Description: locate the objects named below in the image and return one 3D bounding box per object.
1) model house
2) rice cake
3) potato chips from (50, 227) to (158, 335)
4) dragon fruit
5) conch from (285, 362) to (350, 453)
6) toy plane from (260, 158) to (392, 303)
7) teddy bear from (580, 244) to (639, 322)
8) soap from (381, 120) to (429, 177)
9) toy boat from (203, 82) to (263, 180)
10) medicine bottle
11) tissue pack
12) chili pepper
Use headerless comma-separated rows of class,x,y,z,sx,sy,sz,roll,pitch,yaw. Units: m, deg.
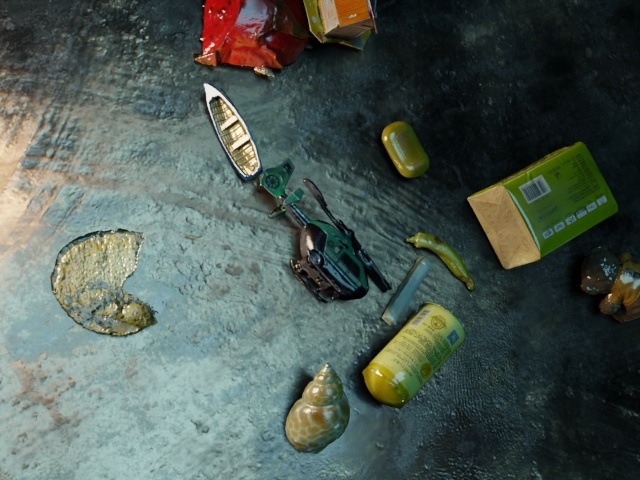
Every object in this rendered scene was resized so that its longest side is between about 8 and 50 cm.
model house,0.074,-0.571,1.648,0.207,0.136,0.219,-5,82,-41
rice cake,0.199,0.114,1.619,0.042,0.030,0.180,40,68,-11
potato chips,-0.412,0.085,1.400,0.202,0.029,0.220,-23,83,-23
dragon fruit,-0.129,-0.542,1.624,0.282,0.100,0.343,7,76,-24
conch,0.002,0.351,1.451,0.116,0.106,0.173,39,80,12
toy plane,0.000,0.000,1.539,0.381,0.106,0.155,48,60,-3
teddy bear,0.733,0.097,1.775,0.190,0.140,0.177,21,73,-6
soap,0.200,-0.214,1.691,0.089,0.045,0.140,-28,89,-21
toy boat,-0.187,-0.240,1.545,0.046,0.080,0.229,-19,80,-58
medicine bottle,0.197,0.251,1.539,0.239,0.124,0.124,-43,94,-23
tissue pack,0.533,-0.085,1.720,0.275,0.167,0.200,-27,89,-25
chili pepper,0.294,0.038,1.669,0.208,0.043,0.049,36,55,-10
